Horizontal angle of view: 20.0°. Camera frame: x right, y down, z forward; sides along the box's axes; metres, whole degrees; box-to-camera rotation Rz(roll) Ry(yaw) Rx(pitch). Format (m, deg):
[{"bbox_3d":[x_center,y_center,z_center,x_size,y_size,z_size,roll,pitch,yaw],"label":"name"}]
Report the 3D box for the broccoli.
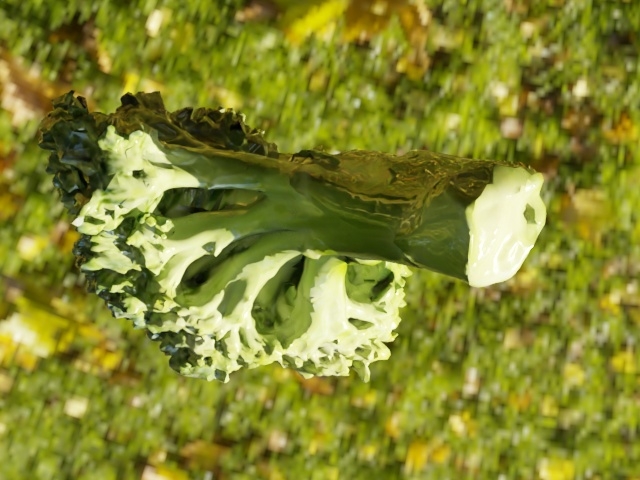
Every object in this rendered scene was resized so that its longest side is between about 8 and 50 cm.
[{"bbox_3d":[0.010,-0.004,1.481,0.397,0.353,0.275,-4,96,18],"label":"broccoli"}]
